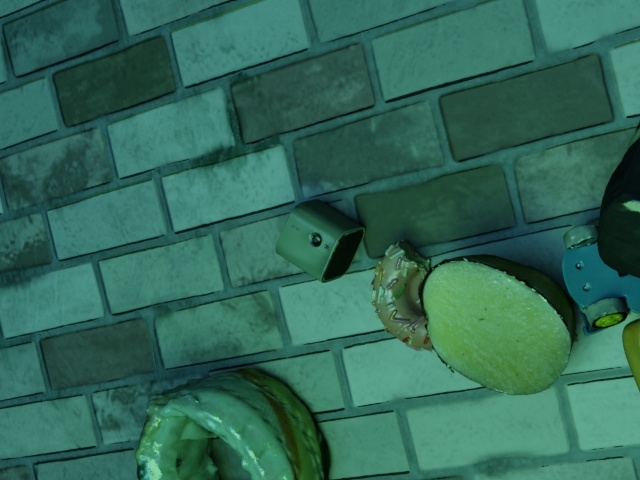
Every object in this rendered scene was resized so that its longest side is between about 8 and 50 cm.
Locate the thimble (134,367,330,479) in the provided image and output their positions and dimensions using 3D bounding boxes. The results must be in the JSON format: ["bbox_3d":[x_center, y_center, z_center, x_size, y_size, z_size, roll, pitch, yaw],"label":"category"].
[{"bbox_3d":[-0.130,0.324,1.816,0.254,0.167,0.288,-40,78,27],"label":"thimble"}]

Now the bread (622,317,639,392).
[{"bbox_3d":[0.434,0.200,1.526,0.239,0.092,0.074,70,159,2],"label":"bread"}]

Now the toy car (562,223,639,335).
[{"bbox_3d":[0.374,0.040,1.547,0.161,0.098,0.126,-15,64,2],"label":"toy car"}]

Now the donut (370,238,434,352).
[{"bbox_3d":[0.123,0.088,1.696,0.166,0.065,0.117,49,116,17],"label":"donut"}]

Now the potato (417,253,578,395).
[{"bbox_3d":[0.232,0.083,1.598,0.202,0.117,0.182,28,132,12],"label":"potato"}]

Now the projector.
[{"bbox_3d":[0.000,0.000,1.741,0.082,0.083,0.083,32,112,22],"label":"projector"}]

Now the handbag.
[{"bbox_3d":[0.447,-0.033,1.417,0.254,0.181,0.181,19,149,17],"label":"handbag"}]
